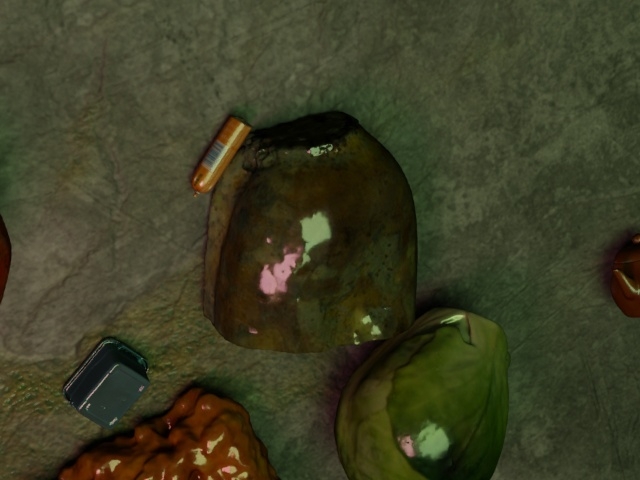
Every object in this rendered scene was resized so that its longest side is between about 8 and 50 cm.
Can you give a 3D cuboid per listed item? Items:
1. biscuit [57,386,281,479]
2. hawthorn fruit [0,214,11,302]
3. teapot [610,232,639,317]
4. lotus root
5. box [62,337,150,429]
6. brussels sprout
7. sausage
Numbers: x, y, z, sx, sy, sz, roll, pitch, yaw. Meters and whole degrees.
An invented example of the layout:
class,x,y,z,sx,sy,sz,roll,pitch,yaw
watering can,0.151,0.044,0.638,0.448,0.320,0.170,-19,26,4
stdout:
class,x,y,z,sx,sy,sz,roll,pitch,yaw
biscuit,-0.186,0.373,1.660,0.312,0.110,0.318,-29,120,-11
hawthorn fruit,-0.414,0.028,1.334,0.205,0.253,0.205,-7,113,-16
teapot,0.451,0.042,1.791,0.173,0.116,0.116,-19,121,-45
lotus root,0.012,-0.013,1.559,0.267,0.149,0.260,-5,114,-24
box,-0.255,0.176,1.578,0.074,0.054,0.099,38,95,-29
brussels sprout,0.138,0.217,1.680,0.219,0.210,0.271,28,84,-34
sausage,-0.120,-0.097,1.532,0.031,0.031,0.107,30,99,-30
